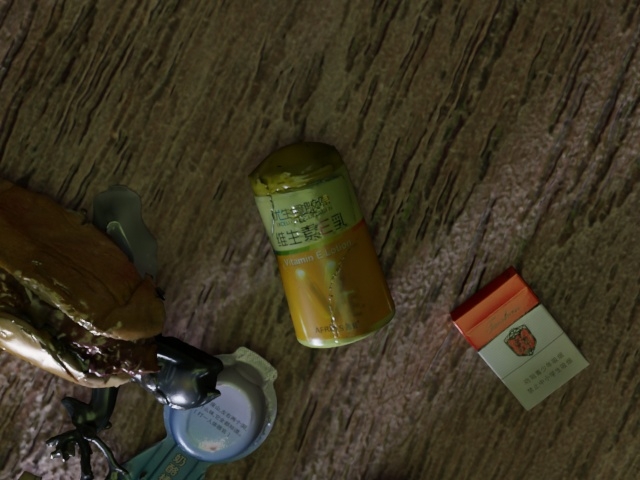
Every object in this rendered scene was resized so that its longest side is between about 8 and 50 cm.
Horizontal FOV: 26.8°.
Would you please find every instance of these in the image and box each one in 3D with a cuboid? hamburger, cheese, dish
[{"bbox_3d":[-0.330,0.048,1.553,0.245,0.282,0.155,8,124,-37],"label":"hamburger"},{"bbox_3d":[-0.145,0.236,1.670,0.135,0.052,0.245,37,103,-6],"label":"cheese"},{"bbox_3d":[-0.244,0.005,1.620,0.091,0.039,0.137,-1,105,-1],"label":"dish"}]

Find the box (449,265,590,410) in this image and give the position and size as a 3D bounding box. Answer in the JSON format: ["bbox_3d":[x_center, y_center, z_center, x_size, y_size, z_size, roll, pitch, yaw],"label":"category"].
[{"bbox_3d":[0.245,0.121,1.655,0.100,0.048,0.152,-39,99,5],"label":"box"}]

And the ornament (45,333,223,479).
[{"bbox_3d":[-0.229,0.223,1.626,0.202,0.080,0.236,22,98,21],"label":"ornament"}]

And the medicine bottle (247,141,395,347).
[{"bbox_3d":[0.000,0.000,1.583,0.124,0.124,0.239,-18,104,3],"label":"medicine bottle"}]

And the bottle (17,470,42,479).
[{"bbox_3d":[-0.263,0.368,1.683,0.269,0.083,0.083,29,101,-6],"label":"bottle"}]
